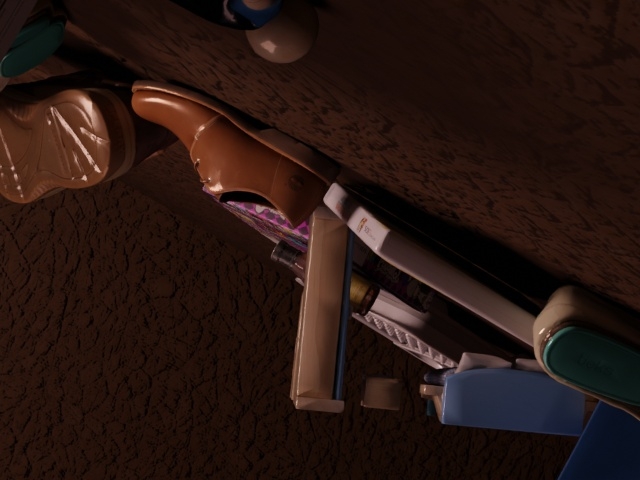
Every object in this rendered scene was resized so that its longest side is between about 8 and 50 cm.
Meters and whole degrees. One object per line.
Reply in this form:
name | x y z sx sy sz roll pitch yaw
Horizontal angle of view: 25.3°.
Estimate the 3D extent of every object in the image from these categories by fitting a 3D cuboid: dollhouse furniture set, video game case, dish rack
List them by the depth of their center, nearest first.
video game case | 0.119 0.032 1.243 0.227 0.026 0.206 31 -175 -17
dollhouse furniture set | 0.129 0.088 1.497 0.303 0.198 0.286 6 176 -2
video game case | 0.000 0.000 1.714 0.232 0.042 0.210 25 173 39
dish rack | 0.151 0.124 1.973 0.333 0.072 0.285 32 175 -36

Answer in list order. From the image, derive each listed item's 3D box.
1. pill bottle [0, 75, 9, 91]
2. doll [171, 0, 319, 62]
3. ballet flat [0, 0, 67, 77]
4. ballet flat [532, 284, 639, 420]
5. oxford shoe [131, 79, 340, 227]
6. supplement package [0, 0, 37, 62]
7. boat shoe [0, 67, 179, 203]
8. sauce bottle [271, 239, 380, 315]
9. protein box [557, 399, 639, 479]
pill bottle | -0.378 -0.189 1.404 0.131 0.131 0.229 32 174 -28
doll | -0.065 -0.134 0.661 0.129 0.046 0.189 26 174 45
ballet flat | -0.251 -0.187 1.163 0.073 0.080 0.232 58 169 -5
ballet flat | 0.279 0.113 1.147 0.248 0.086 0.086 32 175 -10
oxford shoe | -0.090 -0.078 1.241 0.212 0.076 0.076 29 177 24
supplement package | -0.332 -0.179 0.831 0.199 0.198 0.262 27 175 30
boat shoe | -0.249 -0.114 1.448 0.123 0.123 0.342 -21 -169 -34
sauce bottle | 0.005 0.040 1.625 0.128 0.042 0.042 29 175 10
protein box | 0.300 0.218 1.303 0.136 0.200 0.201 28 176 17
